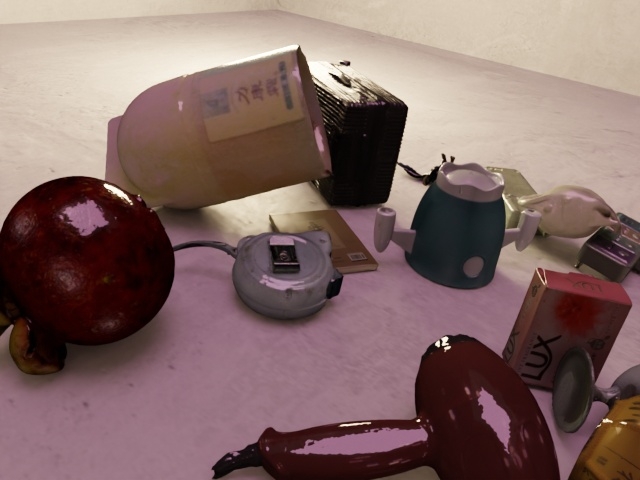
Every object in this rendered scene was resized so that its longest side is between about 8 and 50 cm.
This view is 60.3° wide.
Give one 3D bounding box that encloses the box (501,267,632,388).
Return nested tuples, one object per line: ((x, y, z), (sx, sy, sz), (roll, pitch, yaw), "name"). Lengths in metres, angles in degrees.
((0.310, 0.117, 0.706), (0.111, 0.156, 0.060), (12, 23, 4), "box")

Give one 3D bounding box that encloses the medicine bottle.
((-0.200, -0.181, 0.989), (0.406, 0.236, 0.236), (-13, 29, 8), "medicine bottle")

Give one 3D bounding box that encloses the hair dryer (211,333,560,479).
((0.064, 0.241, 0.520), (0.340, 0.123, 0.313), (-6, 42, -3), "hair dryer")

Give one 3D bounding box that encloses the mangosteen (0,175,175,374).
((-0.303, 0.048, 0.663), (0.215, 0.215, 0.257), (29, 67, 32), "mangosteen")

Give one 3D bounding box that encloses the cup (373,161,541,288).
((0.236, -0.036, 0.933), (0.299, 0.173, 0.167), (-1, 30, -13), "cup")

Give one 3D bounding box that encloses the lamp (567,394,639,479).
((0.335, 0.241, 0.500), (0.161, 0.161, 0.185), (-20, 40, -39), "lamp")

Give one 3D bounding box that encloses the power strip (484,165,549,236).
((0.418, -0.078, 1.167), (0.093, 0.053, 0.288), (7, 31, -4), "power strip")

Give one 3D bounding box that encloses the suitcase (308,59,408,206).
((0.043, -0.241, 1.185), (0.152, 0.230, 0.335), (-5, 32, -22), "suitcase")

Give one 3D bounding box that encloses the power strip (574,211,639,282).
((0.582, 0.028, 1.030), (0.145, 0.061, 0.215), (35, 40, 29), "power strip")

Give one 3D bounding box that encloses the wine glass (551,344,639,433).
((0.403, 0.198, 0.642), (0.231, 0.103, 0.103), (13, 30, 1), "wine glass")

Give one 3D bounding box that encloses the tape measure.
((-0.134, 0.045, 0.792), (0.330, 0.084, 0.164), (-3, 34, -15), "tape measure")

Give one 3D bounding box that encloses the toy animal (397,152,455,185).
((0.270, -0.151, 1.269), (0.220, 0.062, 0.108), (28, 54, 30), "toy animal")

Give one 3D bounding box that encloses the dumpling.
((0.458, -0.056, 1.021), (0.169, 0.100, 0.134), (-6, 7, 21), "dumpling")

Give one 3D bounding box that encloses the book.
((0.000, 0.000, 0.972), (0.138, 0.016, 0.199), (-5, 32, -20), "book")
